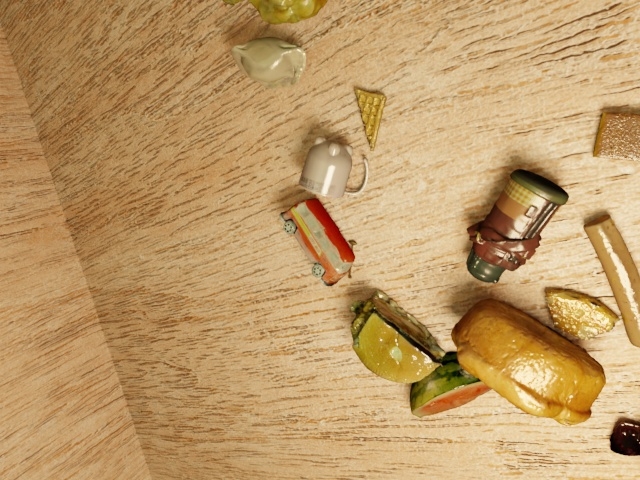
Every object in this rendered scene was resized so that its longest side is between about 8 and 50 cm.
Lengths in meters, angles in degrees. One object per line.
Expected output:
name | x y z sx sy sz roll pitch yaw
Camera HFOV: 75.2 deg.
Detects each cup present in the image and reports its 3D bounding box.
cup | 0.038 -0.201 1.158 0.173 0.134 0.142 28 113 23

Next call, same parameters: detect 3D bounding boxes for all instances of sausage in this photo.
sausage | 0.662 0.093 0.909 0.065 0.066 0.301 -22 92 33

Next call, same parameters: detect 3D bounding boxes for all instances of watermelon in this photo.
watermelon | 0.342 0.392 1.171 0.303 0.159 0.128 -42 42 30

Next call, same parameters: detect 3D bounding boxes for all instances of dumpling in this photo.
dumpling | -0.144 -0.503 1.203 0.228 0.124 0.151 11 146 20

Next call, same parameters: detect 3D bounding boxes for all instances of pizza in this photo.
pizza | 0.605 0.174 0.978 0.160 0.035 0.099 24 113 24

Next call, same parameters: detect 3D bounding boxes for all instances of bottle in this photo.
bottle | 0.433 -0.023 0.967 0.156 0.143 0.271 34 119 19

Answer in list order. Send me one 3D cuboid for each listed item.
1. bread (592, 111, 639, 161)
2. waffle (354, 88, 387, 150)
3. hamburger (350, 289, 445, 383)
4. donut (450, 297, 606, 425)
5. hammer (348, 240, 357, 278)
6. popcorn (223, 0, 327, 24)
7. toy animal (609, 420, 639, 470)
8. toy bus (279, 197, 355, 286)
bread | 0.628 -0.216 0.863 0.090 0.035 0.095 12 109 28
waffle | 0.123 -0.330 1.139 0.097 0.023 0.153 22 113 26
hamburger | 0.191 0.283 1.172 0.288 0.167 0.192 40 118 15
donut | 0.462 0.264 0.949 0.317 0.299 0.150 22 104 -11
hammer | 0.094 0.059 1.263 0.029 0.014 0.123 19 113 37
popcorn | -0.092 -0.695 1.042 0.279 0.274 0.335 28 128 -10
toy animal | 0.774 0.454 0.936 0.218 0.116 0.180 -12 68 59
toy bus | 0.000 0.000 1.238 0.120 0.121 0.265 -36 82 28
